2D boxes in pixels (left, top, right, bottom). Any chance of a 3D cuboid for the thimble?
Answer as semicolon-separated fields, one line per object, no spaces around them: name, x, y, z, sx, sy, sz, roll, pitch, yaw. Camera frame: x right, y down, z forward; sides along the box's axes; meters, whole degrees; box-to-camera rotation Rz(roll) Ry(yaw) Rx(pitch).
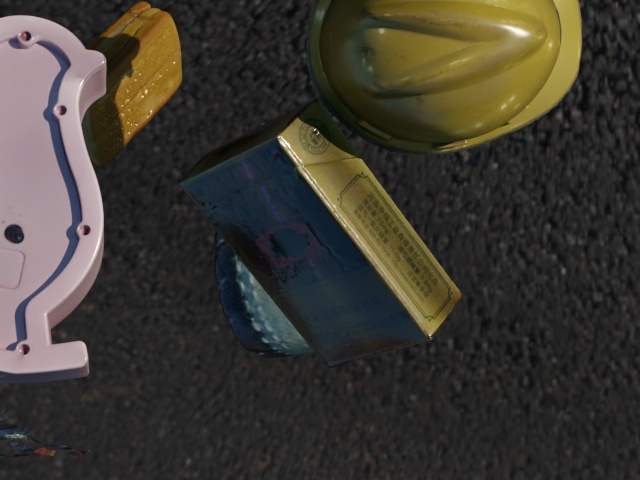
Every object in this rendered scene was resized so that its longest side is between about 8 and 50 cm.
thimble;-0.016;0.034;1.635;0.150;0.237;0.237;-5;111;29

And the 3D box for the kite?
kite;-0.455;0.262;1.856;0.204;0.360;0.022;-11;68;24

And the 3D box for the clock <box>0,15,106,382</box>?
clock;-0.304;-0.039;1.042;0.290;0.080;0.275;7;75;-6

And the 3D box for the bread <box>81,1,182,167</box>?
bread;-0.240;-0.187;1.625;0.077;0.200;0.116;22;142;18

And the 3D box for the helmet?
helmet;0.121;-0.170;1.175;0.257;0.140;0.205;-8;101;-6

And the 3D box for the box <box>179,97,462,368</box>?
box;0.000;0.000;1.277;0.159;0.071;0.240;-19;114;48
